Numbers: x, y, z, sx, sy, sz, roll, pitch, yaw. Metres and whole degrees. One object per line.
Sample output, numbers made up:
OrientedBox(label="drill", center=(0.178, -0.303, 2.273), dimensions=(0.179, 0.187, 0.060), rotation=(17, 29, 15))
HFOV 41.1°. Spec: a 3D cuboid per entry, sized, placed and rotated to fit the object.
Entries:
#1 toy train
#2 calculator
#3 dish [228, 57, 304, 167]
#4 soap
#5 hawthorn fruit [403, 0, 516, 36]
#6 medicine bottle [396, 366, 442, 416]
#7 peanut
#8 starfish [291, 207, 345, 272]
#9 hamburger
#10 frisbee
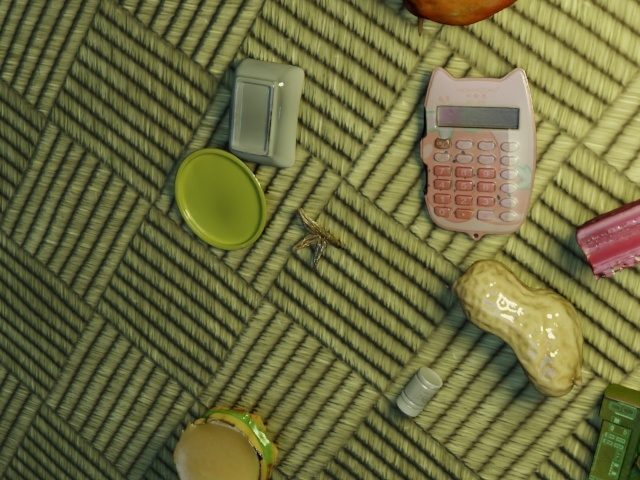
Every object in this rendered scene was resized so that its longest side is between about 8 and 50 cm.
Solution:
OrientedBox(label="toy train", center=(0.578, 0.385, 1.591), dimensions=(0.137, 0.090, 0.225), rotation=(17, 110, 27))
OrientedBox(label="calculator", center=(0.293, -0.159, 1.597), dimensions=(0.220, 0.048, 0.329), rotation=(6, 108, 21))
OrientedBox(label="dish", center=(-0.123, -0.255, 1.734), dimensions=(0.151, 0.077, 0.212), rotation=(14, 109, 20))
OrientedBox(label="soap", center=(0.573, -0.029, 1.445), dimensions=(0.250, 0.162, 0.099), rotation=(-25, 87, 25))
OrientedBox(label="hawthorn fruit", center=(0.232, -0.456, 1.466), dimensions=(0.262, 0.210, 0.210), rotation=(-40, 86, 39))
OrientedBox(label="medicine bottle", center=(0.202, 0.310, 1.748), dimensions=(0.058, 0.058, 0.091), rotation=(38, 115, 10))
OrientedBox(label="peanut", center=(0.384, 0.150, 1.588), dimensions=(0.159, 0.143, 0.291), rotation=(-42, 78, -7))
OrientedBox(label="starfish", center=(0.003, 0.000, 1.764), dimensions=(0.130, 0.041, 0.133), rotation=(14, 115, 29))
OrientedBox(label="hamburger", center=(-0.210, 0.482, 1.926), dimensions=(0.237, 0.149, 0.237), rotation=(2, 99, 17))
OrientedBox(label="frisbee", center=(-0.214, -0.088, 1.829), dimensions=(0.236, 0.017, 0.235), rotation=(12, 118, 24))
